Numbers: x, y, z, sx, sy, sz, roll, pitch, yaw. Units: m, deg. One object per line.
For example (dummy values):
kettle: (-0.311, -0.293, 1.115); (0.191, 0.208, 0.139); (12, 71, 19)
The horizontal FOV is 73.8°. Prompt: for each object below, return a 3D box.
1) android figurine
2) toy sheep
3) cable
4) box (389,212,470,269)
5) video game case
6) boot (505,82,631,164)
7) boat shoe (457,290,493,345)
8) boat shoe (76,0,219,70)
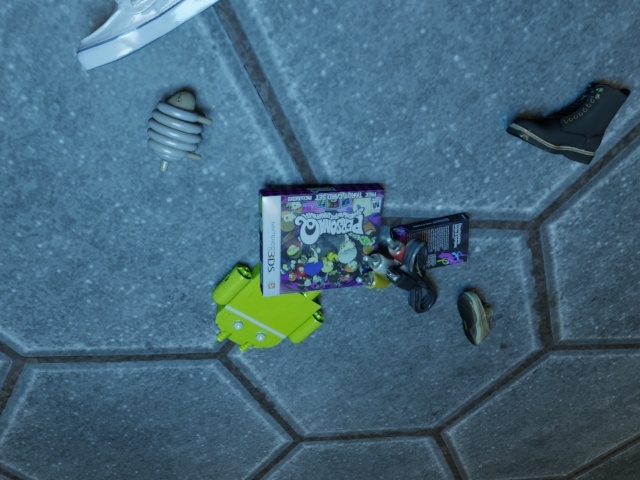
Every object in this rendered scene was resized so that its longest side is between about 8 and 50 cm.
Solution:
android figurine: (-0.116, 0.146, 0.928); (0.273, 0.056, 0.248); (-42, 121, 19)
toy sheep: (-0.225, -0.168, 0.665); (0.091, 0.091, 0.132); (15, 104, -19)
cable: (0.186, 0.069, 0.891); (0.139, 0.072, 0.287); (-51, 144, 7)
box: (0.229, 0.010, 0.894); (0.162, 0.029, 0.116); (-10, 127, 1)
video game case: (0.000, 0.000, 0.811); (0.231, 0.042, 0.210); (-4, 119, -16)
boot: (0.427, -0.220, 0.738); (0.197, 0.077, 0.137); (5, 121, -28)
boat shoe: (0.377, 0.175, 1.021); (0.072, 0.068, 0.190); (-28, 136, -3)
boat shoe: (-0.220, -0.319, 0.561); (0.258, 0.095, 0.084); (-30, 121, 1)
